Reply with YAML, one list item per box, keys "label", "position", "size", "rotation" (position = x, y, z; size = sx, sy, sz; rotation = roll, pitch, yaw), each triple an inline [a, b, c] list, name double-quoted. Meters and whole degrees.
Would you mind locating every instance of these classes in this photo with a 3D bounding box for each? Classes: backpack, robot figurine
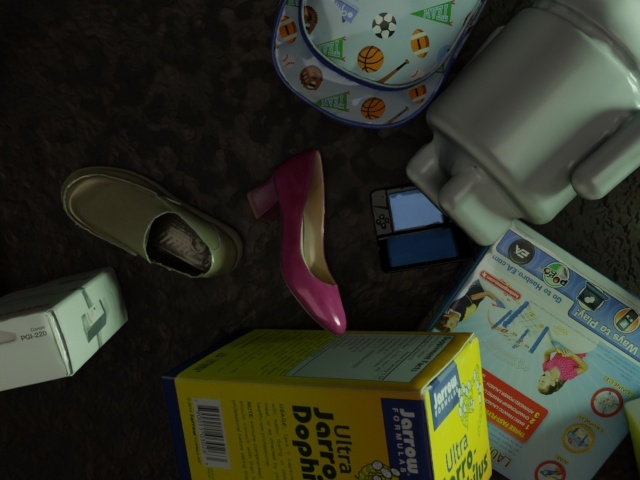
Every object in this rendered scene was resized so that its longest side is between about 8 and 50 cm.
- label: "backpack"
  position: [0.066, -0.271, 0.887]
  size: [0.276, 0.213, 0.263]
  rotation: [24, 110, -3]
- label: "robot figurine"
  position: [0.267, -0.162, 0.862]
  size: [0.353, 0.300, 0.200]
  rotation: [-46, 136, 7]

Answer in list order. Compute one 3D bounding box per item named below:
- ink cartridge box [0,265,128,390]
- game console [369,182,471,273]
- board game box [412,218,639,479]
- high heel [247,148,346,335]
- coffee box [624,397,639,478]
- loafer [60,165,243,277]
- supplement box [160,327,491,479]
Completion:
- label: "ink cartridge box"
  position: [-0.371, 0.116, 0.970]
  size: [0.158, 0.218, 0.092]
  rotation: [-13, 99, 6]
- label: "game console"
  position: [0.134, -0.022, 0.987]
  size: [0.122, 0.071, 0.107]
  rotation: [-10, 100, 5]
- label: "board game box"
  position: [0.292, 0.164, 1.004]
  size: [0.308, 0.086, 0.302]
  rotation: [33, 101, -3]
- label: "high heel"
  position: [0.000, 0.000, 0.971]
  size: [0.117, 0.082, 0.244]
  rotation: [-34, 68, 17]
- label: "coffee box"
  position: [0.605, 0.370, 0.854]
  size: [0.334, 0.338, 0.338]
  rotation: [-19, 117, 6]
- label: "loafer"
  position: [-0.236, -0.025, 1.000]
  size: [0.268, 0.092, 0.102]
  rotation: [22, 101, 0]
- label: "supplement box"
  position: [0.009, 0.233, 0.916]
  size: [0.356, 0.194, 0.195]
  rotation: [-3, 101, 30]
